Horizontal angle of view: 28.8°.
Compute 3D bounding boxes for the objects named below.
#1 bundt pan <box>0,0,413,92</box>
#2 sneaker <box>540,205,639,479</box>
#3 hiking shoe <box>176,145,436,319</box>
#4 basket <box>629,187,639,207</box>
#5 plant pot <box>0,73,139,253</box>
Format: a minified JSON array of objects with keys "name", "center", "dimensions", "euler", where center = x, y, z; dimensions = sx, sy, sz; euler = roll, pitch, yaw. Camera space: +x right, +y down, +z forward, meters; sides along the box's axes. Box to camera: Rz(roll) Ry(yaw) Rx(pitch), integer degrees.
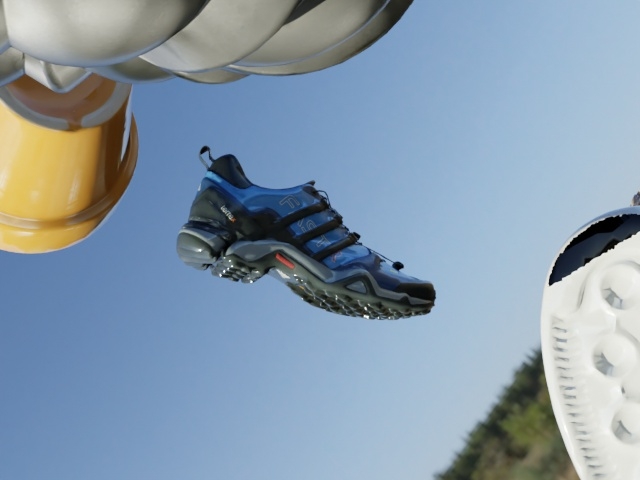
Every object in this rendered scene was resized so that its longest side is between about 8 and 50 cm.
[{"name":"bundt pan","center":[-0.110,-0.114,0.434],"dimensions":[0.331,0.331,0.124],"euler":[-15,-76,-68]},{"name":"sneaker","center":[0.233,0.106,0.690],"dimensions":[0.130,0.322,0.236],"euler":[-33,4,19]},{"name":"hiking shoe","center":[0.000,0.000,1.367],"dimensions":[0.113,0.304,0.132],"euler":[-18,55,66]},{"name":"basket","center":[0.448,0.099,1.444],"dimensions":[0.223,0.299,0.213],"euler":[-62,-7,30]},{"name":"plant pot","center":[-0.253,-0.115,1.131],"dimensions":[0.205,0.205,0.188],"euler":[-45,1,-30]}]
